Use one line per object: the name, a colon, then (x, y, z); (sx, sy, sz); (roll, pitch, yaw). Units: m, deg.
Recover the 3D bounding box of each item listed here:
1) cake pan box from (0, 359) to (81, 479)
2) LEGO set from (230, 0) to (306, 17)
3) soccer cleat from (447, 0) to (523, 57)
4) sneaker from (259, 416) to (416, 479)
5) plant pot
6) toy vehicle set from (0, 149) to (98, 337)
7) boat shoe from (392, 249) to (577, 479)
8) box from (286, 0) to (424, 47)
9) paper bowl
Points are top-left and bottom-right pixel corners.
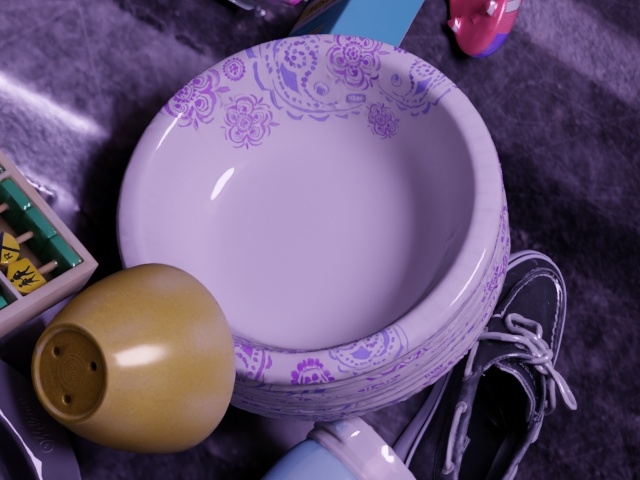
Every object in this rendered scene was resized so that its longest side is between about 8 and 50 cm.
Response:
cake pan box: (-0.277, 0.187, 1.114); (0.267, 0.070, 0.246); (-37, 100, -42)
LEGO set: (0.003, -0.311, 1.479); (0.107, 0.132, 0.287); (34, 77, -31)
soccer cleat: (0.178, -0.275, 1.644); (0.095, 0.083, 0.248); (26, 56, -34)
sneaker: (0.061, 0.305, 1.324); (0.150, 0.135, 0.366); (-39, 104, -12)
plant pot: (-0.139, 0.085, 1.170); (0.095, 0.134, 0.134); (-6, 77, -57)
toy vehicle set: (-0.296, -0.038, 1.150); (0.267, 0.035, 0.166); (48, 48, 9)
boat shoe: (0.153, 0.118, 1.457); (0.113, 0.105, 0.306); (49, 51, -14)
box: (0.031, -0.193, 1.478); (0.060, 0.100, 0.244); (42, 52, -18)
paper bowl: (0.000, 0.000, 1.296); (0.148, 0.284, 0.284); (72, 24, -61)
